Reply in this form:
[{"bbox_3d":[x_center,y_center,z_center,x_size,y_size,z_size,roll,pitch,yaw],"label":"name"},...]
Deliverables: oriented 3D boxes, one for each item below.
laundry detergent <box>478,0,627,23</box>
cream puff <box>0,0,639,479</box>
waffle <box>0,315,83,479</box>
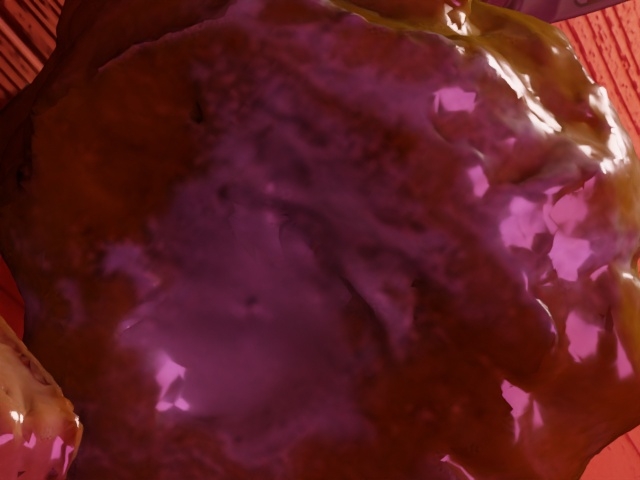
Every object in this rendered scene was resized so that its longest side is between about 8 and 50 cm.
[{"bbox_3d":[0.163,-0.228,1.014,0.237,0.076,0.171,-20,127,-30],"label":"laundry detergent"},{"bbox_3d":[0.000,0.000,0.845,0.275,0.378,0.378,-44,149,-61],"label":"cream puff"},{"bbox_3d":[-0.230,0.115,0.571,0.091,0.213,0.308,12,117,-50],"label":"waffle"}]
